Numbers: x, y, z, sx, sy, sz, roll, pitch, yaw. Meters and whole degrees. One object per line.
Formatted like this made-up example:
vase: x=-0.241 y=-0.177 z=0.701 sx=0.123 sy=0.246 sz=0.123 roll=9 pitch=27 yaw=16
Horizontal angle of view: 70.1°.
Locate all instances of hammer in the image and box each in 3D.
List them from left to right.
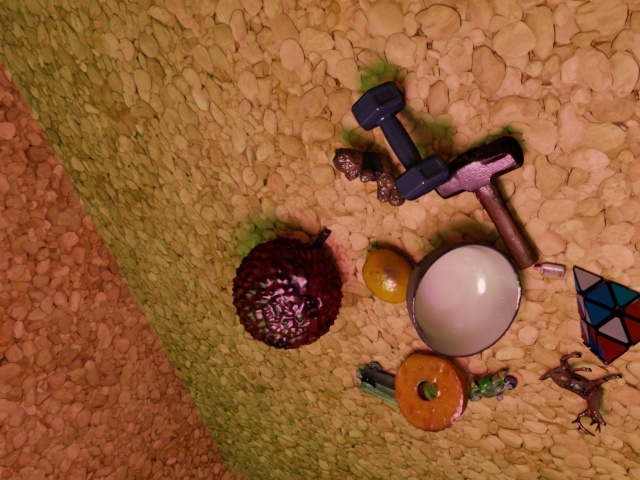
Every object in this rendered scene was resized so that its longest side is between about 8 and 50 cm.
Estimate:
hammer: x=0.508 y=-0.077 z=1.289 sx=0.242 sy=0.095 sz=0.409 roll=-21 pitch=111 yaw=42

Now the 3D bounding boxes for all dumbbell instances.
dumbbell: x=0.217 y=-0.270 z=1.245 sx=0.143 sy=0.156 sz=0.317 roll=-32 pitch=82 yaw=16

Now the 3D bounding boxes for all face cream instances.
face cream: x=0.674 y=0.086 z=1.344 sx=0.083 sy=0.021 sz=0.040 roll=9 pitch=126 yaw=30

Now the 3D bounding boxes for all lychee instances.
lychee: x=-0.114 y=0.200 z=1.693 sx=0.499 sy=0.424 sz=0.425 roll=27 pitch=142 yaw=55

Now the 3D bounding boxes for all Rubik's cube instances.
Rubik's cube: x=0.812 y=0.255 z=1.227 sx=0.249 sy=0.234 sz=0.285 roll=2 pitch=123 yaw=33

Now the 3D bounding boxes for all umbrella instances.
umbrella: x=0.001 y=0.001 z=1.738 sx=0.036 sy=0.031 sz=0.133 roll=46 pitch=138 yaw=9

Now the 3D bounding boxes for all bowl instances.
bowl: x=0.415 y=0.161 z=1.417 sx=0.354 sy=0.353 sz=0.185 roll=59 pitch=177 yaw=-16

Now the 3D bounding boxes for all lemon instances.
lemon: x=0.236 y=0.122 z=1.577 sx=0.207 sy=0.170 sz=0.170 roll=41 pitch=136 yaw=12

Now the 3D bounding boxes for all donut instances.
donut: x=0.430 y=0.574 z=1.743 sx=0.302 sy=0.110 sz=0.304 roll=-12 pitch=73 yaw=44

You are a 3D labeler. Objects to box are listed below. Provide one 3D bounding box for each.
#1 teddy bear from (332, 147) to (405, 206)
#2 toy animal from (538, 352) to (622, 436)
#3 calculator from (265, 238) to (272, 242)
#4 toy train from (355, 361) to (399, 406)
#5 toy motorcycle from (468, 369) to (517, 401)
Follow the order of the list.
teddy bear: x=0.157 y=-0.213 z=1.401 sx=0.251 sy=0.129 sz=0.182 roll=30 pitch=180 yaw=-16
toy animal: x=0.864 y=0.499 z=1.504 sx=0.243 sy=0.087 sz=0.260 roll=39 pitch=139 yaw=23
calculator: x=-0.189 y=0.063 z=1.924 sx=0.103 sy=0.024 sz=0.166 roll=7 pitch=128 yaw=32
toy train: x=0.292 y=0.649 z=1.964 sx=0.307 sy=0.126 sz=0.190 roll=15 pitch=130 yaw=25
toy motorcycle: x=0.616 y=0.533 z=1.667 sx=0.190 sy=0.074 sz=0.106 roll=-32 pitch=116 yaw=23
